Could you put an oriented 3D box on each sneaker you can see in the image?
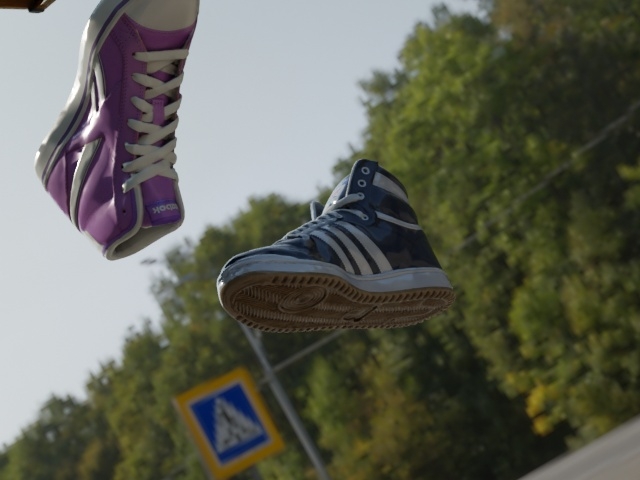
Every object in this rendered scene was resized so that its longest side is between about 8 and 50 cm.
[{"bbox_3d":[-0.149,-0.102,1.232,0.102,0.161,0.282,-12,-37,-41],"label":"sneaker"},{"bbox_3d":[0.000,0.000,1.316,0.282,0.153,0.099,5,-33,-44],"label":"sneaker"}]

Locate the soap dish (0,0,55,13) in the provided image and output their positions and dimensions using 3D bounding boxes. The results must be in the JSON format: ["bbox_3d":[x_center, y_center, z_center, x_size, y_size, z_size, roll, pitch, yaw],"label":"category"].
[{"bbox_3d":[-0.457,-0.368,1.781,0.290,0.118,0.229,-2,0,-24],"label":"soap dish"}]
